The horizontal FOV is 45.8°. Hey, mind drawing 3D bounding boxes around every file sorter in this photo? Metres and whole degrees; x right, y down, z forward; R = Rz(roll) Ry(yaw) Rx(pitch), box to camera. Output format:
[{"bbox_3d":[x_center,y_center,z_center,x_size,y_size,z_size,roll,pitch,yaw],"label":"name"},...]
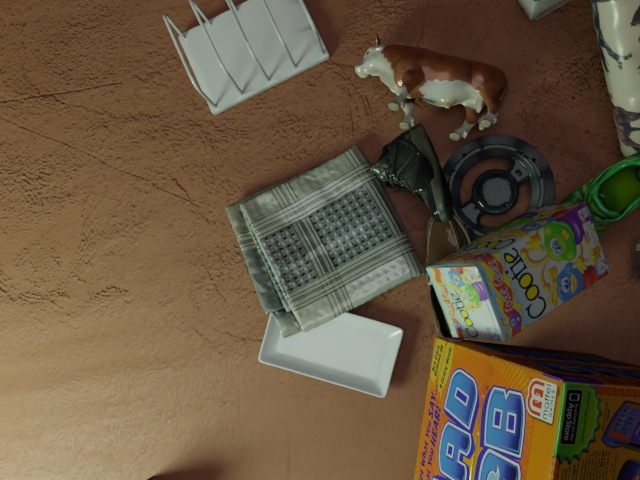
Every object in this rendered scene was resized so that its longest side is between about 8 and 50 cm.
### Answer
[{"bbox_3d":[-0.155,-0.421,1.545,0.277,0.173,0.193,-25,81,5],"label":"file sorter"}]

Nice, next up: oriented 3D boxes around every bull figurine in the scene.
[{"bbox_3d":[0.217,-0.307,1.499,0.310,0.101,0.188,9,62,4],"label":"bull figurine"}]

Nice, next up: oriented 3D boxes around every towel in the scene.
[{"bbox_3d":[0.000,0.000,1.521,0.324,0.056,0.312,-26,77,2],"label":"towel"}]

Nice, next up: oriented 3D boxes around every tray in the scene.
[{"bbox_3d":[0.020,0.210,1.527,0.270,0.030,0.145,15,86,9],"label":"tray"}]

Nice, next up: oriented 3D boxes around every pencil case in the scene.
[{"bbox_3d":[0.597,-0.354,1.356,0.183,0.160,0.410,-17,113,13],"label":"pencil case"}]

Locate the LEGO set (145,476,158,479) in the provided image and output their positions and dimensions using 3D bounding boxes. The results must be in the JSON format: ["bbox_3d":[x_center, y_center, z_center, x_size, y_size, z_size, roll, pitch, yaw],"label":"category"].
[{"bbox_3d":[-0.362,0.629,1.454,0.331,0.192,0.255,-42,80,2],"label":"LEGO set"}]

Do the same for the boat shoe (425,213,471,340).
[{"bbox_3d":[0.248,0.070,1.460,0.095,0.095,0.258,-12,85,27],"label":"boat shoe"}]

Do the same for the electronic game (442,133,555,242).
[{"bbox_3d":[0.347,-0.096,1.502,0.229,0.048,0.229,0,89,14],"label":"electronic game"}]

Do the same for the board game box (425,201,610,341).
[{"bbox_3d":[0.352,0.053,1.345,0.275,0.142,0.144,-27,100,-26],"label":"board game box"}]

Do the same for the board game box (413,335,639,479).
[{"bbox_3d":[0.396,0.373,1.219,0.356,0.356,0.357,9,89,-20],"label":"board game box"}]

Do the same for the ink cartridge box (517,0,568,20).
[{"bbox_3d":[0.457,-0.525,1.460,0.139,0.190,0.082,-29,80,4],"label":"ink cartridge box"}]

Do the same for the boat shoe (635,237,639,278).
[{"bbox_3d":[0.734,0.052,1.412,0.285,0.103,0.092,9,91,12],"label":"boat shoe"}]

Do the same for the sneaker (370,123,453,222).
[{"bbox_3d":[0.180,-0.114,1.491,0.130,0.087,0.228,-25,59,14],"label":"sneaker"}]

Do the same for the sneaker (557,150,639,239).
[{"bbox_3d":[0.510,-0.070,1.396,0.109,0.123,0.295,57,131,18],"label":"sneaker"}]
